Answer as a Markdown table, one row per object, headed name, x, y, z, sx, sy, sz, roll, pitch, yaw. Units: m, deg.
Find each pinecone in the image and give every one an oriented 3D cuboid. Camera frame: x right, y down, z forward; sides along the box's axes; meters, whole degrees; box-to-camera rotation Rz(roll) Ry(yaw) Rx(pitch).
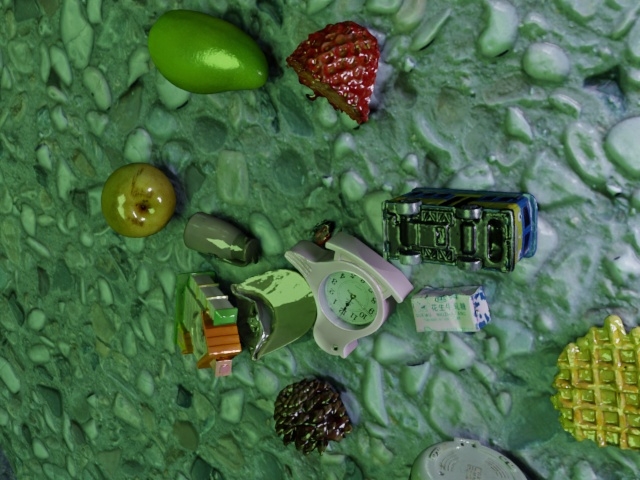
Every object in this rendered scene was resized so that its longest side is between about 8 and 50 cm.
| name | x | y | z | sx | sy | sz | roll | pitch | yaw |
| --- | --- | --- | --- | --- | --- | --- | --- | --- | --- |
| pinecone | -0.023 | 0.454 | 1.898 | 0.205 | 0.184 | 0.179 | 62 | 170 | -17 |

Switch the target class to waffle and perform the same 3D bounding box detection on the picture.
| name | x | y | z | sx | sy | sz | roll | pitch | yaw |
| --- | --- | --- | --- | --- | --- | --- | --- | --- | --- |
| waffle | 0.618 | 0.309 | 1.490 | 0.312 | 0.060 | 0.307 | 35 | 122 | 24 |

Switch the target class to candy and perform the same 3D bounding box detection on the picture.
| name | x | y | z | sx | sy | sz | roll | pitch | yaw |
| --- | --- | --- | --- | --- | --- | --- | --- | --- | --- |
| candy | 0.285 | 0.150 | 1.665 | 0.160 | 0.073 | 0.092 | -5 | 105 | 35 |

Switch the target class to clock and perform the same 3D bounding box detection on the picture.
| name | x | y | z | sx | sy | sz | roll | pitch | yaw |
| --- | --- | --- | --- | --- | --- | --- | --- | --- | --- |
| clock | -0.302 | 0.232 | 2.007 | 0.255 | 0.106 | 0.220 | 40 | 129 | 55 |
| clock | 0.033 | 0.117 | 1.801 | 0.290 | 0.080 | 0.275 | 40 | 123 | 9 |

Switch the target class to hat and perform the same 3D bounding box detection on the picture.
| name | x | y | z | sx | sy | sz | roll | pitch | yaw |
| --- | --- | --- | --- | --- | --- | --- | --- | --- | --- |
| hat | -0.121 | 0.197 | 1.966 | 0.244 | 0.149 | 0.214 | -17 | 75 | 3 |

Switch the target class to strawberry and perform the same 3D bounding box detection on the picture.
| name | x | y | z | sx | sy | sz | roll | pitch | yaw |
| --- | --- | --- | --- | --- | --- | --- | --- | --- | --- |
| strawberry | 0.052 | -0.376 | 1.633 | 0.234 | 0.234 | 0.178 | 38 | 91 | 20 |

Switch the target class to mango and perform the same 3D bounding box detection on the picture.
| name | x | y | z | sx | sy | sz | roll | pitch | yaw |
| --- | --- | --- | --- | --- | --- | --- | --- | --- | --- |
| mango | -0.270 | -0.445 | 1.820 | 0.343 | 0.156 | 0.192 | 24 | 117 | 26 |

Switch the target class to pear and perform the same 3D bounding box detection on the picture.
| name | x | y | z | sx | sy | sz | roll | pitch | yaw |
| --- | --- | --- | --- | --- | --- | --- | --- | --- | --- |
| pear | -0.502 | -0.112 | 2.059 | 0.208 | 0.209 | 0.209 | 11 | 110 | 32 |

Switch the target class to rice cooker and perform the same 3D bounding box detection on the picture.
| name | x | y | z | sx | sy | sz | roll | pitch | yaw |
| --- | --- | --- | --- | --- | --- | --- | --- | --- | --- |
| rice cooker | 0.308 | 0.618 | 1.664 | 0.288 | 0.288 | 0.277 | 24 | 116 | 27 |

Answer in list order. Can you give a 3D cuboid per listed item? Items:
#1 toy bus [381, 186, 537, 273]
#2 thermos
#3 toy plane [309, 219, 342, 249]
| name | x | y | z | sx | sy | sz | roll | pitch | yaw |
| --- | --- | --- | --- | --- | --- | --- | --- | --- | --- |
| toy bus | 0.283 | -0.024 | 1.548 | 0.287 | 0.175 | 0.138 | 6 | 107 | 33 |
| thermos | -0.251 | 0.011 | 1.991 | 0.193 | 0.105 | 0.137 | 18 | 140 | 22 |
| toy plane | 0.000 | 0.000 | 1.840 | 0.060 | 0.037 | 0.145 | 45 | 124 | 12 |
